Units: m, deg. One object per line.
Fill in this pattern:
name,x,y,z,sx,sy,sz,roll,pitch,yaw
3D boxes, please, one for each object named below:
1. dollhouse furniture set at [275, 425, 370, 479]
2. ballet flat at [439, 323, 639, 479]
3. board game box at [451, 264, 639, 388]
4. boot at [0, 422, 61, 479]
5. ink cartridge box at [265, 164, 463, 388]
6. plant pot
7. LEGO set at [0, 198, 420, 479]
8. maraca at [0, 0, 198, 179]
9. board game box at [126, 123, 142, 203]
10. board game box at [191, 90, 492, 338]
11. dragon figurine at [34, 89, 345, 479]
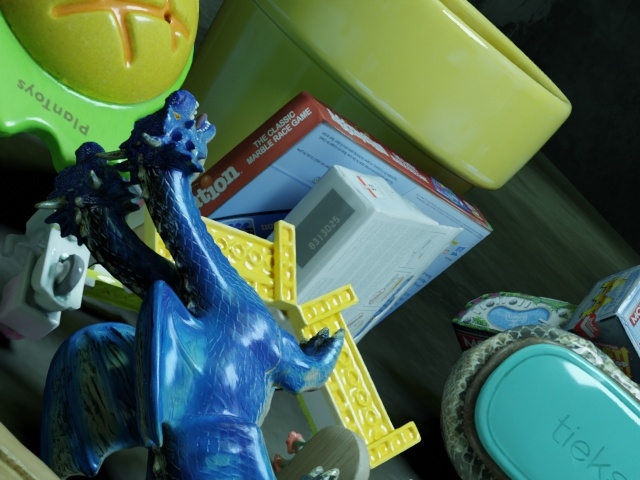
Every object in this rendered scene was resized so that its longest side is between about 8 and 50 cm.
dollhouse furniture set,0.110,0.185,0.785,0.212,0.161,0.242,32,15,-38
ballet flat,0.272,0.242,1.175,0.483,0.164,0.182,42,-11,8
board game box,0.197,0.091,1.238,0.194,0.060,0.194,13,-41,36
boot,-0.109,0.095,0.625,0.269,0.089,0.236,43,22,5
ink cartridge box,0.004,0.025,1.056,0.045,0.145,0.179,45,12,14
plant pot,0.006,-0.089,1.246,0.254,0.239,0.254,39,13,-11
LEGO set,-0.051,0.071,0.929,0.287,0.107,0.132,41,46,-24
maraca,-0.120,-0.107,0.878,0.127,0.099,0.185,32,45,-22
board game box,-0.123,-0.058,1.021,0.186,0.026,0.126,64,2,-68
board game box,0.000,0.000,1.089,0.027,0.145,0.281,55,12,25
dragon figurine,-0.066,0.072,0.758,0.144,0.085,0.289,32,46,-32
